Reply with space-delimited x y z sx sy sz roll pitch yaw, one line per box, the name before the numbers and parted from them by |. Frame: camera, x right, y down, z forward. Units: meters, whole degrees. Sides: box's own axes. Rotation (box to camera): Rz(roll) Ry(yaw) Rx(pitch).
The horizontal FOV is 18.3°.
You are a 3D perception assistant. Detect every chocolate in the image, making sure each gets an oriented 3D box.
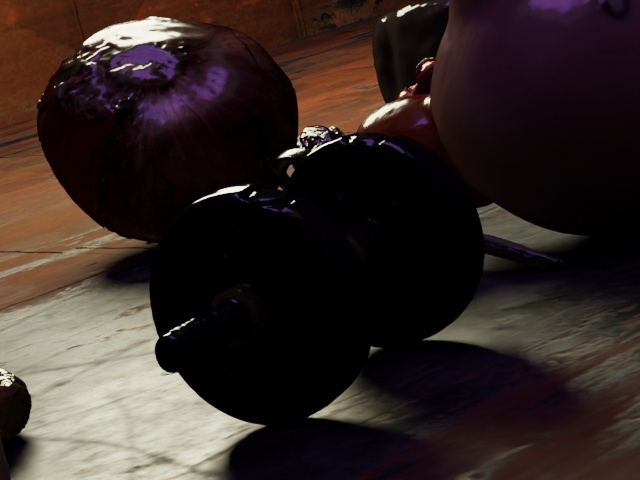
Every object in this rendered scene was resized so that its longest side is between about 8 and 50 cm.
chocolate | 0.026 -0.077 1.991 0.072 0.070 0.147 -6 17 -22

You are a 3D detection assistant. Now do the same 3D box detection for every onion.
onion | -0.147 -0.097 1.915 0.252 0.219 0.252 0 54 -1

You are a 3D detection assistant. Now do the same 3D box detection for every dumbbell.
dumbbell | 0.001 0.019 1.221 0.143 0.143 0.325 -6 12 33

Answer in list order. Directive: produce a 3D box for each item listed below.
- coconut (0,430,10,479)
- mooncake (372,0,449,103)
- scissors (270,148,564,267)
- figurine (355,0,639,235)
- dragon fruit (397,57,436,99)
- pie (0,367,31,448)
coconut | -0.261 0.083 0.947 0.224 0.234 0.224 -8 11 2
mooncake | 0.199 -0.193 2.139 0.283 0.141 0.283 -6 4 0
scissors | 0.071 -0.009 1.511 0.022 0.109 0.300 -45 37 -23
figurine | 0.196 -0.097 1.479 0.270 0.261 0.211 0 45 -22
dragon fruit | 0.142 -0.133 1.978 0.126 0.112 0.068 -16 2 11
pie | -0.276 0.124 1.280 0.195 0.046 0.195 -14 11 3
